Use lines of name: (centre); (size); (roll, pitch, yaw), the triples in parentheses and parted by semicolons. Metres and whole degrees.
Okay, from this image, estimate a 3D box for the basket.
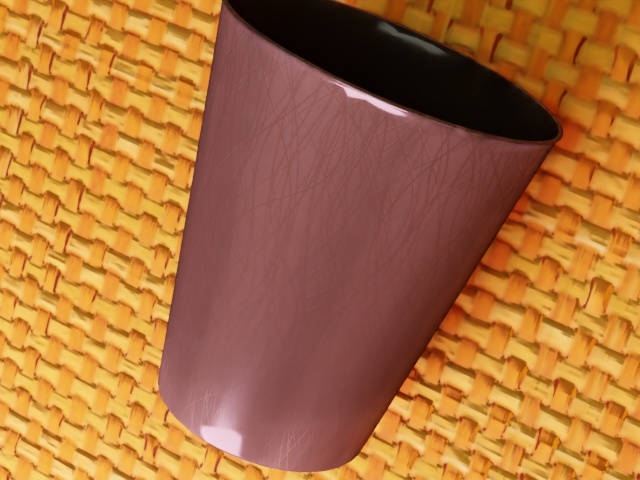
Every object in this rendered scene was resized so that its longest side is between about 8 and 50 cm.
basket: (0.000, 0.000, 0.838); (0.204, 0.154, 0.227); (31, 114, 24)
